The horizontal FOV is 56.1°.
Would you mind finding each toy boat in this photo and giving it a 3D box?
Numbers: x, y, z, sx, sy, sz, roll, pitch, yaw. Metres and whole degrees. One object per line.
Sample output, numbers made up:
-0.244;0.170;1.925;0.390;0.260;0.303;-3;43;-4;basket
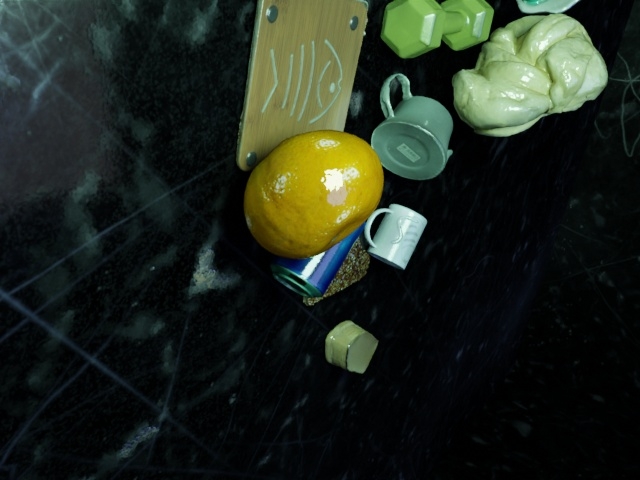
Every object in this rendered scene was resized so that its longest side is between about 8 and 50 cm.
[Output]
0.075;0.263;1.474;0.116;0.061;0.188;-62;150;-5;toy boat

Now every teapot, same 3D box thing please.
0.202;-0.240;1.249;0.239;0.162;0.149;47;58;-27;teapot

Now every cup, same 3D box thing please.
0.172;-0.013;1.396;0.133;0.099;0.136;-63;151;-4;cup

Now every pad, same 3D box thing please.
-0.024;-0.262;0.990;0.284;0.018;0.286;-19;128;-52;pad

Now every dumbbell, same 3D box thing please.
0.239;-0.432;1.194;0.302;0.121;0.108;-28;163;-48;dumbbell

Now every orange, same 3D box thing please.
-0.014;-0.078;0.957;0.240;0.171;0.240;-36;167;-10;orange

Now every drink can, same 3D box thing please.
0.000;0.000;1.112;0.204;0.118;0.118;-59;150;-13;drink can

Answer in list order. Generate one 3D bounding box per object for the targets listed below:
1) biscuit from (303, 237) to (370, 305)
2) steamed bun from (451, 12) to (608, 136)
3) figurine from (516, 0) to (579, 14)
0.047;0.053;1.316;0.237;0.026;0.131;-22;130;-50;biscuit
0.485;-0.397;1.410;0.324;0.373;0.230;-90;160;-66;steamed bun
0.491;-0.679;1.322;0.324;0.231;0.340;-32;149;14;figurine
